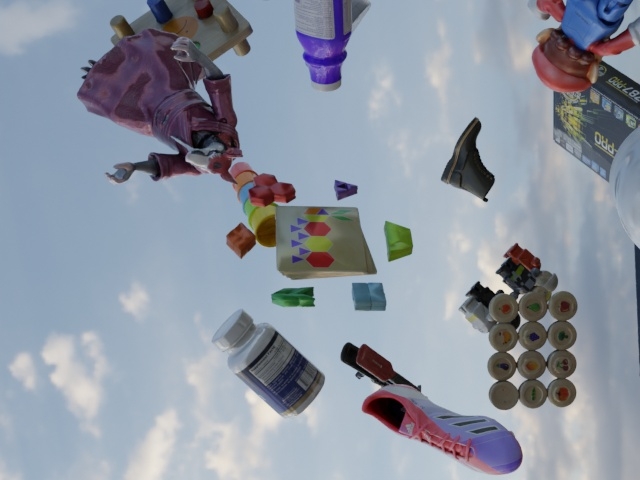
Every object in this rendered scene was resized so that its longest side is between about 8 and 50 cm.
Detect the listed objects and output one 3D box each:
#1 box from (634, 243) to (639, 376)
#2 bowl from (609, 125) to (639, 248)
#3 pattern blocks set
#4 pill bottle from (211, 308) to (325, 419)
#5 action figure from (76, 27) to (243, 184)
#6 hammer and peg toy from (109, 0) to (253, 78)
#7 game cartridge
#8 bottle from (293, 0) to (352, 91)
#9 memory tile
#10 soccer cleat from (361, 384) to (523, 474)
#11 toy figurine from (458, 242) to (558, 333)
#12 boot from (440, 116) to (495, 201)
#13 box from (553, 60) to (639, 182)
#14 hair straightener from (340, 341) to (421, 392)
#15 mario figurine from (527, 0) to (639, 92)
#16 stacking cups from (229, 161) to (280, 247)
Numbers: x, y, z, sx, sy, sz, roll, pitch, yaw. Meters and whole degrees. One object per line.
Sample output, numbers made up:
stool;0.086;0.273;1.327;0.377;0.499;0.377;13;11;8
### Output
box;0.916;0.152;2.064;0.293;0.212;0.395;21;-122;-19
bowl;0.586;-0.049;1.363;0.134;0.298;0.298;-56;-42;-44
pattern blocks set;0.000;0.000;1.378;0.325;0.285;0.026;-81;-4;-54
pill bottle;-0.082;0.185;1.359;0.169;0.094;0.094;44;-137;-10
action figure;-0.240;-0.193;1.499;0.248;0.370;0.276;-48;-30;4
hammer and peg toy;-0.261;-0.474;1.916;0.361;0.266;0.127;-37;-39;-5
game cartridge;0.055;-0.557;2.351;0.060;0.196;0.294;39;-156;-5
bottle;0.006;-0.440;1.806;0.092;0.118;0.283;-43;-37;-37
memory tile;0.263;0.137;1.105;0.012;0.113;0.148;-104;13;-85
soccer cleat;0.170;0.273;1.274;0.095;0.248;0.083;-3;-72;-44
toy figurine;0.440;0.132;2.064;0.148;0.213;0.209;43;-160;4
boot;0.413;-0.209;2.315;0.077;0.137;0.198;-41;-24;-50
box;0.790;-0.308;2.410;0.097;0.395;0.318;-31;-41;-11
hair straightener;0.112;0.245;1.665;0.230;0.089;0.047;32;-111;-41
mario figurine;0.447;-0.373;1.443;0.320;0.170;0.198;101;164;-64
stacking cups;-0.163;-0.109;2.238;0.096;0.096;0.316;64;177;-40
